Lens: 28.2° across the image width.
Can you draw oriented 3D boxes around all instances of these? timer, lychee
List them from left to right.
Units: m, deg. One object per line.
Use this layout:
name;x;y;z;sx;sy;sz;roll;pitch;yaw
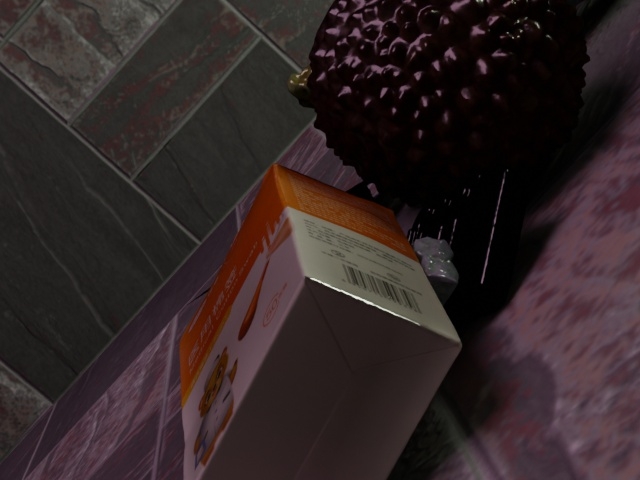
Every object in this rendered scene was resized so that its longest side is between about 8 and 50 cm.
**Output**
lychee;0.140;-0.176;1.374;0.306;0.306;0.330;-47;33;7
timer;0.137;0.017;1.243;0.187;0.055;0.144;-30;42;62

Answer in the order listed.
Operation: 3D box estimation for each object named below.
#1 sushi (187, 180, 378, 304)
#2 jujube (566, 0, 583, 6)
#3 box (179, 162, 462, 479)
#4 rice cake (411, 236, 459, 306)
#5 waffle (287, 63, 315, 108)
sushi;0.000;0.000;1.898;0.320;0.068;0.339;-33;-2;-41
jujube;0.300;-0.411;1.697;0.308;0.215;0.246;-31;11;1
box;-0.017;0.090;1.134;0.225;0.143;0.341;-62;14;14
rice cake;0.060;0.090;1.221;0.226;0.040;0.085;-57;20;34
waffle;0.126;-0.236;1.717;0.317;0.073;0.297;-3;9;45
